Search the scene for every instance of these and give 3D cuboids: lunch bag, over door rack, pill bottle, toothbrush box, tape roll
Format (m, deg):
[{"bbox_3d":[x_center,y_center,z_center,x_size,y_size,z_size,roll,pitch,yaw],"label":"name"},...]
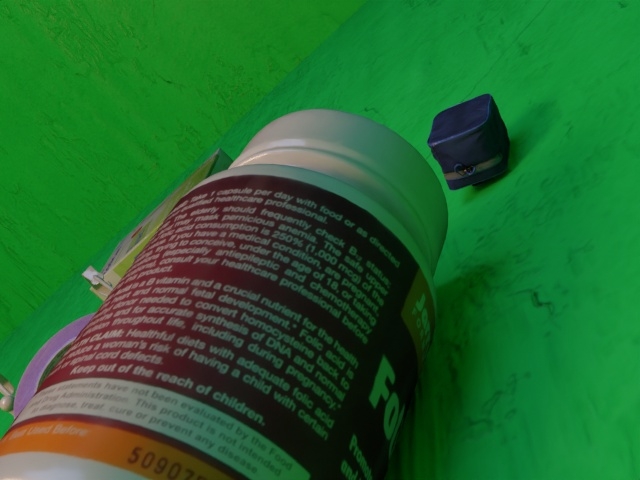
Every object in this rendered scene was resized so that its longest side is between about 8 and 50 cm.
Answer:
[{"bbox_3d":[0.150,-0.092,0.891,0.067,0.065,0.098,-19,25,26],"label":"lunch bag"},{"bbox_3d":[-0.351,0.158,1.284,0.239,0.108,0.324,-47,36,-18],"label":"over door rack"},{"bbox_3d":[-0.046,0.088,0.635,0.224,0.224,0.392,-32,21,41],"label":"pill bottle"},{"bbox_3d":[-0.247,-0.004,1.592,0.283,0.122,0.206,-41,15,19],"label":"toothbrush box"},{"bbox_3d":[-0.266,0.182,1.085,0.189,0.080,0.189,-17,45,18],"label":"tape roll"}]
